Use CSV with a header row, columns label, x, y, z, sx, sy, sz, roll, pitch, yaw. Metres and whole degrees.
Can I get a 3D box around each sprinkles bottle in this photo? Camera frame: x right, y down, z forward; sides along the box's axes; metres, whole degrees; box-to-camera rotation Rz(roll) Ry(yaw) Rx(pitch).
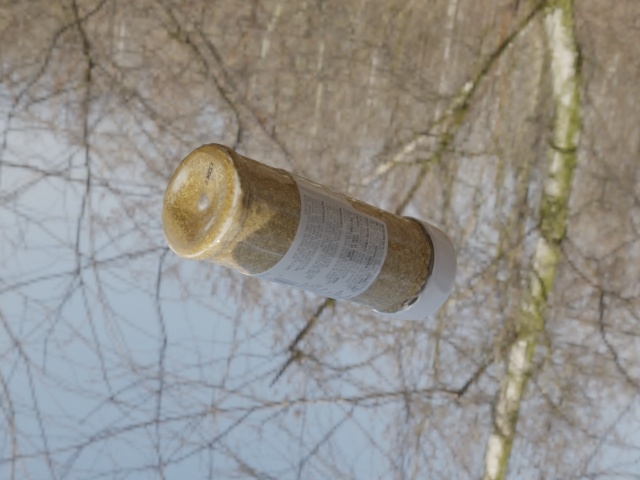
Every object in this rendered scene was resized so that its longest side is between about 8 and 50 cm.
label,x,y,z,sx,sy,sz,roll,pitch,yaw
sprinkles bottle,0.000,0.000,1.109,0.355,0.121,0.121,18,-177,-44
